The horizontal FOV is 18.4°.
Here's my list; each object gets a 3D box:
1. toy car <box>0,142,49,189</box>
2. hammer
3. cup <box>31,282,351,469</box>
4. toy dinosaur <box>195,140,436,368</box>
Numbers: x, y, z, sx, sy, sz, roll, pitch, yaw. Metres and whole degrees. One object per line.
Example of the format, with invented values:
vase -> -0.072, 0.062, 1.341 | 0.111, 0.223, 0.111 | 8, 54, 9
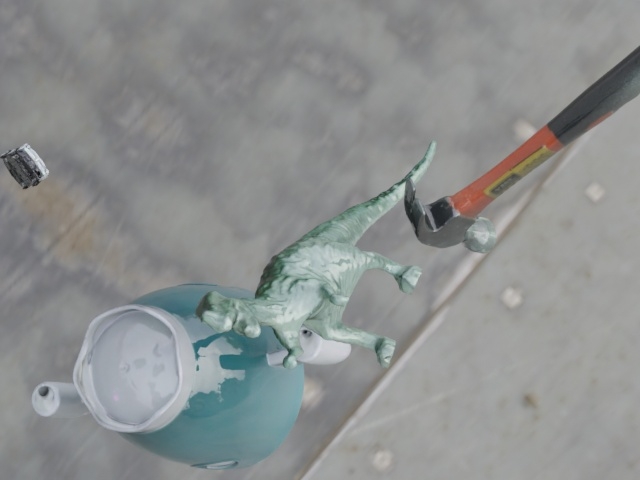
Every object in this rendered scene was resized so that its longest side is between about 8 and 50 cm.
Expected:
toy car -> -0.286, -0.073, 1.920 | 0.025, 0.093, 0.041 | -37, 100, -16
hammer -> 0.169, -0.077, 1.391 | 0.111, 0.287, 0.033 | 9, 52, -45
cup -> -0.123, 0.114, 1.725 | 0.173, 0.299, 0.167 | 14, 65, -60
toy dinosaur -> 0.038, 0.030, 1.587 | 0.129, 0.076, 0.383 | 42, 31, 11
